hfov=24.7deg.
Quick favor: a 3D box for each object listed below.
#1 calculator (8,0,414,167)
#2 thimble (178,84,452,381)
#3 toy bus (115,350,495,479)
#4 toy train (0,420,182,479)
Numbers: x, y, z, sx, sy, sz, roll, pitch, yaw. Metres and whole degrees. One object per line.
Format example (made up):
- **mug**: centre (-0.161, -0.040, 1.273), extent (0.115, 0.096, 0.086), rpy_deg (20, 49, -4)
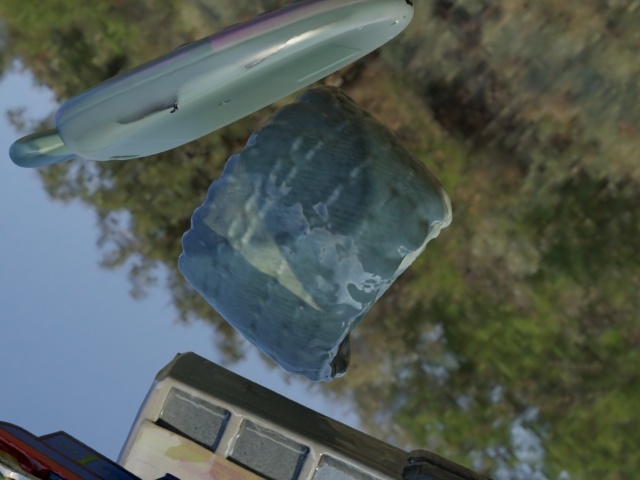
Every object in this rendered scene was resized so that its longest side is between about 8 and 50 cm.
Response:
- **calculator**: centre (-0.075, -0.106, 0.999), extent (0.041, 0.298, 0.185), rpy_deg (68, -165, 2)
- **thimble**: centre (0.000, 0.000, 1.218), extent (0.172, 0.205, 0.250), rpy_deg (41, 147, 7)
- **toy bus**: centre (0.016, 0.207, 1.092), extent (0.342, 0.138, 0.097), rpy_deg (23, -169, 4)
- **toy train**: centre (-0.150, 0.179, 0.906), extent (0.204, 0.083, 0.131), rpy_deg (27, -166, 22)
